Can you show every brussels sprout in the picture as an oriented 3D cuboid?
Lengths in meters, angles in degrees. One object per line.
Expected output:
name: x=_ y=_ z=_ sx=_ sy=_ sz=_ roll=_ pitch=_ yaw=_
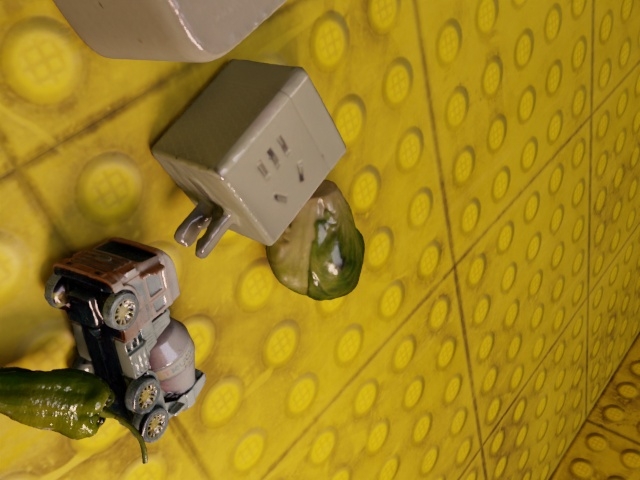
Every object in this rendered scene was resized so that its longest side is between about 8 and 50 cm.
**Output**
brussels sprout: x=-0.004 y=0.007 z=0.904 sx=0.146 sy=0.131 sz=0.183 roll=-59 pitch=144 yaw=-20

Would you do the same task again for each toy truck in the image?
toy truck: x=-0.210 y=0.118 z=0.744 sx=0.140 sy=0.107 sz=0.257 roll=-41 pitch=136 yaw=-48

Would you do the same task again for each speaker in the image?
speaker: x=-0.074 y=-0.348 z=0.634 sx=0.406 sy=0.184 sz=0.183 roll=-49 pitch=136 yaw=-22

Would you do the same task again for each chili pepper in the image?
chili pepper: x=-0.271 y=0.165 z=0.657 sx=0.203 sy=0.072 sz=0.073 roll=14 pitch=100 yaw=-15

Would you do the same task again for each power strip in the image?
power strip: x=-0.099 y=-0.086 z=0.752 sx=0.224 sy=0.139 sz=0.140 roll=-53 pitch=139 yaw=-19
